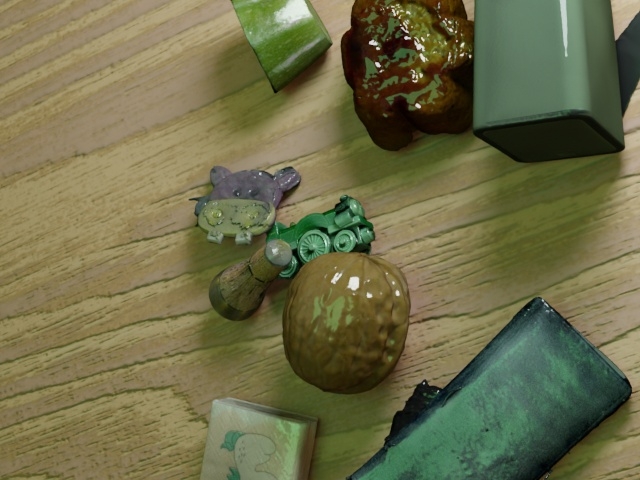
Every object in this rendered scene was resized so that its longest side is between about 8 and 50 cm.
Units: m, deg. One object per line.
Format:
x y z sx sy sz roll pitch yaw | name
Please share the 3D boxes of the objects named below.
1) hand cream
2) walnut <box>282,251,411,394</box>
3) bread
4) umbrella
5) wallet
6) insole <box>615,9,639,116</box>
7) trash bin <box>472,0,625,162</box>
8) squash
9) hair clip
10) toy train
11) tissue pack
-0.100 0.052 1.938 0.203 0.084 0.084 -45 61 57 | hand cream
0.034 0.120 1.856 0.213 0.213 0.213 -3 83 26 | walnut
0.138 -0.270 1.881 0.232 0.135 0.247 -13 79 21 | bread
0.102 0.357 1.858 0.090 0.094 0.326 25 95 -18 | umbrella
0.233 0.267 1.771 0.379 0.046 0.191 -45 79 2 | wallet
0.419 -0.233 1.811 0.080 0.003 0.232 36 100 25 | insole
0.312 -0.297 1.753 0.158 0.223 0.344 -4 79 27 | trash bin
-0.063 -0.325 1.980 0.122 0.170 0.170 -28 72 8 | squash
-0.134 -0.053 2.023 0.187 0.056 0.146 -5 52 35 | hair clip
0.000 0.000 1.960 0.178 0.071 0.105 -23 64 24 | toy train
-0.110 0.416 1.964 0.170 0.071 0.326 9 89 24 | tissue pack
